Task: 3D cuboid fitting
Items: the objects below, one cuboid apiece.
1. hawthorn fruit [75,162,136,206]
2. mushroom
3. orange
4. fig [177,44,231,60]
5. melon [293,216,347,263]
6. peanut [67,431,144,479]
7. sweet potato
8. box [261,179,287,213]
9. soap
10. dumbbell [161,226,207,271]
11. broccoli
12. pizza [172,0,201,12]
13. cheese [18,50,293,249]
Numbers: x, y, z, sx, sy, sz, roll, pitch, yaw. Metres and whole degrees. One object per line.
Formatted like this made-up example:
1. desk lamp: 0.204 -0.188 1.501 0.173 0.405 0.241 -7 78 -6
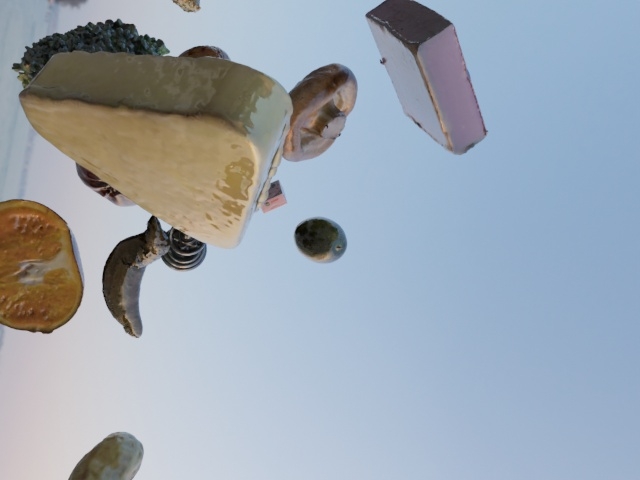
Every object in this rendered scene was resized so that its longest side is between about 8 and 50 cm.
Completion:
1. hawthorn fruit: -0.511 -0.258 1.446 0.308 0.308 0.325 -23 -152 55
2. mushroom: -0.010 -0.312 1.302 0.146 0.278 0.278 40 -58 17
3. orange: -0.737 0.056 1.320 0.274 0.274 0.310 -118 -167 -47
4. fig: -0.254 -0.367 1.229 0.201 0.146 0.134 52 -11 33
5. melon: 0.000 0.000 1.276 0.167 0.114 0.114 24 -79 52
6. peanut: -0.469 0.541 1.112 0.306 0.146 0.147 -100 -147 -56
7. sweet potato: -0.414 0.068 1.151 0.124 0.098 0.310 30 -71 15
8. box: -0.166 -0.149 1.770 0.125 0.089 0.043 -112 177 -59
9. soap: 0.235 -0.372 1.180 0.107 0.296 0.285 -31 -139 4
10. dumbbell: -0.295 0.002 1.146 0.254 0.110 0.110 149 -54 -68
11. broccoli: -0.439 -0.292 1.110 0.348 0.293 0.281 52 -25 21
12. pizza: -0.374 -0.757 1.199 0.406 0.130 0.440 -78 160 -64
13. cheese: -0.199 -0.109 0.773 0.384 0.383 0.104 -21 -139 56
